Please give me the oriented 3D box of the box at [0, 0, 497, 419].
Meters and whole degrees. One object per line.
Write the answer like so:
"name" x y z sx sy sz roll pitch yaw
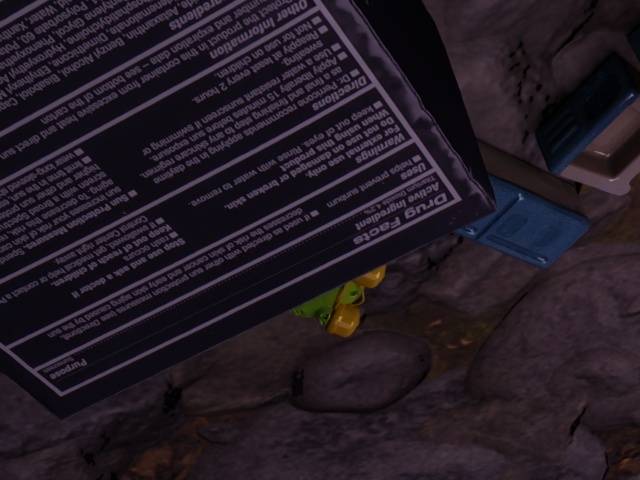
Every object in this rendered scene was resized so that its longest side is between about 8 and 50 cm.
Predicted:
"box" -0.110 -0.093 0.763 0.296 0.182 0.294 -26 135 14

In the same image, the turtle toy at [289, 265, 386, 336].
"turtle toy" 0.000 0.000 0.973 0.095 0.066 0.130 23 127 -4

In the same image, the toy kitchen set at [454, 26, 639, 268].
"toy kitchen set" 0.181 -0.033 0.915 0.122 0.166 0.207 21 126 -32
